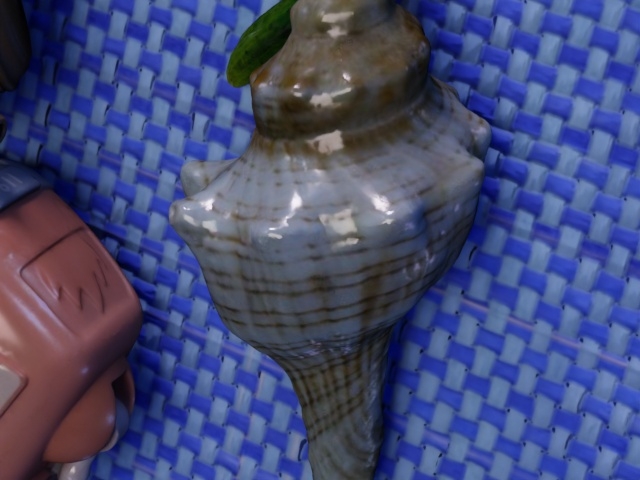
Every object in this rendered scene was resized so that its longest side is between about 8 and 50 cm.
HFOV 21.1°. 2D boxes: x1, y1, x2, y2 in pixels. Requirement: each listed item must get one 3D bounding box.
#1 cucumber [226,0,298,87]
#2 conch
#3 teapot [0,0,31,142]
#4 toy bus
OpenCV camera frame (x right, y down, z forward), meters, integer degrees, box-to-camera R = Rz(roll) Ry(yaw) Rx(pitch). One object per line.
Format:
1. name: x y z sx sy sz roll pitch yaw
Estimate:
1. cucumber: -0.003 -0.143 1.077 0.168 0.039 0.039 -29 87 31
2. conch: -0.010 -0.001 1.044 0.203 0.170 0.386 34 115 46
3. teapot: -0.266 -0.165 1.143 0.175 0.185 0.267 -16 62 -3
4. toy bus: -0.247 0.090 1.180 0.232 0.194 0.287 39 115 1
